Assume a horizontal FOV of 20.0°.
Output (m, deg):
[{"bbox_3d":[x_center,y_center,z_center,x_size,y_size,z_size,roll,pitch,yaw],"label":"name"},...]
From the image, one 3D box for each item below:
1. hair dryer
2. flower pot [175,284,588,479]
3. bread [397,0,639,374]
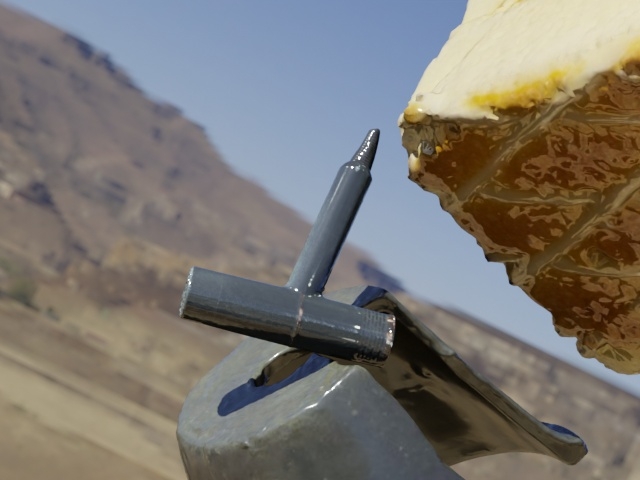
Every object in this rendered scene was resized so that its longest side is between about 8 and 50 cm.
[{"bbox_3d":[-0.013,-0.008,1.476,0.173,0.195,0.050,13,-15,-9],"label":"hair dryer"},{"bbox_3d":[0.021,0.206,1.552,0.251,0.379,0.379,56,-13,-20],"label":"flower pot"},{"bbox_3d":[0.319,-0.103,1.531,0.390,0.279,0.371,-21,-58,45],"label":"bread"}]
